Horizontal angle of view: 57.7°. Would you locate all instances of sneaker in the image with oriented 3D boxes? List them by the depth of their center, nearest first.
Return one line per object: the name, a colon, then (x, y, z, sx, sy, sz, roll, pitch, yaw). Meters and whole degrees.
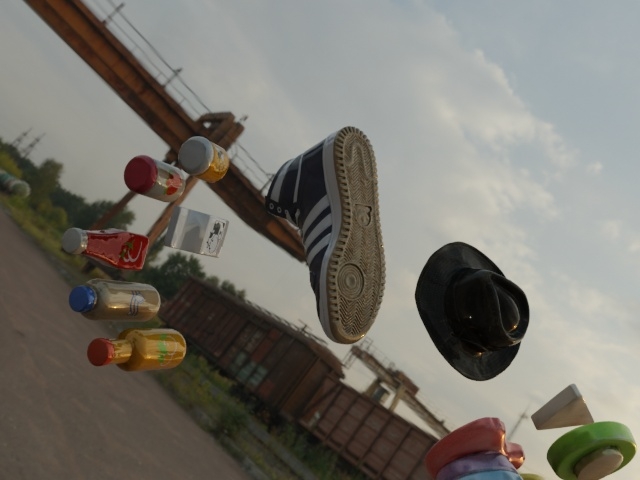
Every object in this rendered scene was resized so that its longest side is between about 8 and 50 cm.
sneaker: (0.000, 0.000, 0.787, 0.099, 0.282, 0.153, 13, -18, -41)

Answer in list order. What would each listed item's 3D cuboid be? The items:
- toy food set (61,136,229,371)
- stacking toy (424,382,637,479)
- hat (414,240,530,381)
toy food set: (-0.172, 0.002, 0.559, 0.111, 0.232, 0.104, 15, -2, 24)
stacking toy: (0.326, 0.365, 0.842, 0.309, 0.279, 0.130, 40, 25, -34)
hat: (0.380, 0.150, 1.320, 0.331, 0.331, 0.134, 42, -29, -13)
